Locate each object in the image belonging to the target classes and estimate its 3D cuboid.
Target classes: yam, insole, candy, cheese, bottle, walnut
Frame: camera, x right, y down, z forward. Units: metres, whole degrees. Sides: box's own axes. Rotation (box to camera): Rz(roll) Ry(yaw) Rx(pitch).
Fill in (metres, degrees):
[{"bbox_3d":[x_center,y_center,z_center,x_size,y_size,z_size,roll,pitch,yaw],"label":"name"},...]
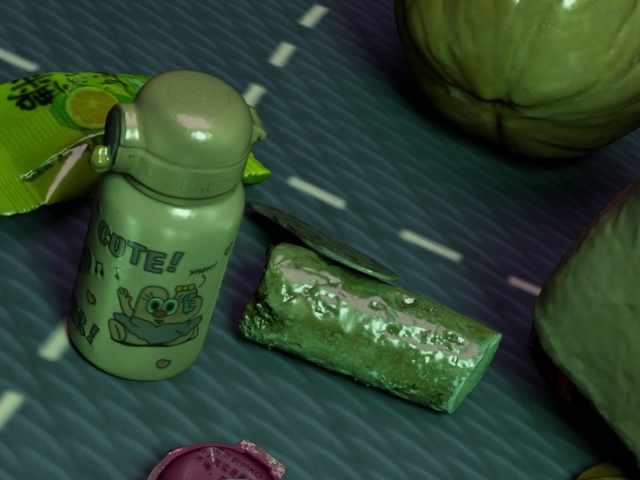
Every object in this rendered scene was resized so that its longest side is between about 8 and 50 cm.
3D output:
[{"bbox_3d":[0.034,0.064,1.066,0.179,0.078,0.078,23,37,1],"label":"yam"},{"bbox_3d":[0.000,0.000,1.115,0.065,0.006,0.193,19,6,-32],"label":"insole"},{"bbox_3d":[-0.168,-0.082,1.164,0.246,0.069,0.149,-13,45,-37],"label":"candy"},{"bbox_3d":[-0.073,0.173,0.913,0.095,0.038,0.145,32,48,16],"label":"cheese"},{"bbox_3d":[-0.108,-0.013,0.986,0.110,0.209,0.097,-1,41,-24],"label":"bottle"},{"bbox_3d":[0.204,-0.225,1.321,0.252,0.277,0.313,-4,51,41],"label":"walnut"}]

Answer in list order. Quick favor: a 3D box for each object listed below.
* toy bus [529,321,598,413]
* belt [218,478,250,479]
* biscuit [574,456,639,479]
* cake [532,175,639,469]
[{"bbox_3d":[0.261,0.073,1.151,0.195,0.081,0.089,-2,33,-24],"label":"toy bus"},{"bbox_3d":[-0.019,0.206,0.820,0.201,0.128,0.124,17,36,-16],"label":"belt"},{"bbox_3d":[0.244,0.216,1.006,0.188,0.027,0.188,12,37,-9],"label":"biscuit"},{"bbox_3d":[0.326,0.048,0.985,0.237,0.230,0.309,-30,70,-37],"label":"cake"}]
